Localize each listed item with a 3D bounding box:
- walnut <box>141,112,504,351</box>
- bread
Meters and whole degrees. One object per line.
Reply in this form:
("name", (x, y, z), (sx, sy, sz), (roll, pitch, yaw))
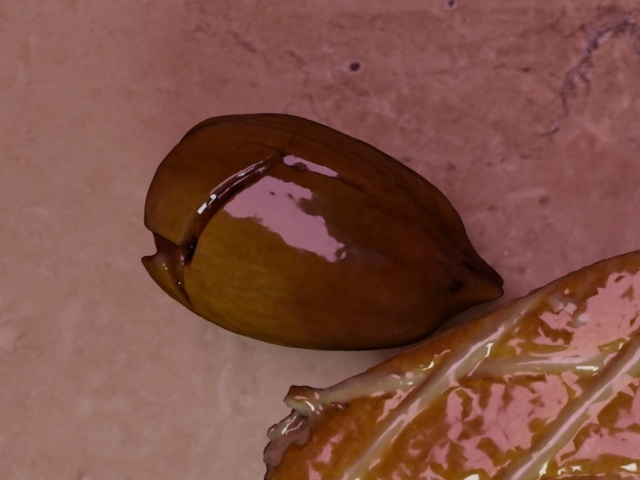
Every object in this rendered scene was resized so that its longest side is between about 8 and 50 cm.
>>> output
("walnut", (0.000, 0.000, 1.559), (0.336, 0.209, 0.209), (14, 80, 15))
("bread", (0.198, 0.236, 1.369), (0.390, 0.279, 0.371), (-26, 70, 10))
